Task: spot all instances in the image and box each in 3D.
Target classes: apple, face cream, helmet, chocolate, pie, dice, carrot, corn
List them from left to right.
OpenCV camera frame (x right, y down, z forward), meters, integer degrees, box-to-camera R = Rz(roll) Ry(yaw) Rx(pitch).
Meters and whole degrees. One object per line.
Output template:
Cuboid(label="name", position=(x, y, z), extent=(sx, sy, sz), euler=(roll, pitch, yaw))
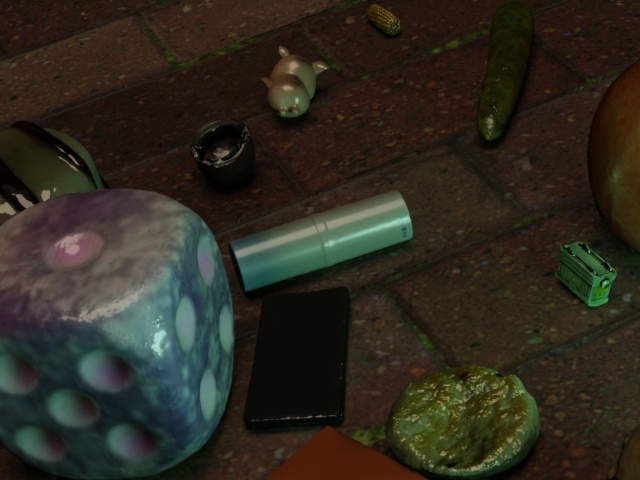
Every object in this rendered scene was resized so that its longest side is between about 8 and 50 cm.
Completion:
Cuboid(label="chocolate", position=(-0.440, -0.061, 2.091), extent=(0.284, 0.186, 0.283), euler=(-8, 37, 6))
Cuboid(label="dice", position=(-0.266, 0.113, 1.749), extent=(0.270, 0.271, 0.270), euler=(-3, 38, 13))
Cuboid(label="helmet", position=(-0.146, -0.131, 2.198), extent=(0.098, 0.070, 0.123), euler=(-22, 34, 1))
Cuboid(label="face cream", position=(0.000, 0.000, 1.985), extent=(0.250, 0.077, 0.077), euler=(-17, 37, -10))
Cuboid(label="corn", position=(0.110, -0.389, 2.496), extent=(0.037, 0.037, 0.092), euler=(-24, 36, -16))
Cuboid(label="pie", position=(0.169, 0.217, 1.689), extent=(0.187, 0.041, 0.187), euler=(-8, 37, 6))
Cuboid(label="carrot", position=(0.293, -0.271, 2.267), extent=(0.074, 0.074, 0.358), euler=(0, 40, 15))
Cuboid(label="apple", position=(0.502, -0.121, 1.846), extent=(0.319, 0.277, 0.319), euler=(-8, 39, 6))

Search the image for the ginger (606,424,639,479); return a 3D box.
Cuboid(label="ginger", position=(0.328, 0.305, 1.438), extent=(0.304, 0.155, 0.244), euler=(-26, 41, -20))

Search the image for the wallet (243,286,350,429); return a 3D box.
Cuboid(label="wallet", position=(-0.027, 0.151, 1.839), extent=(0.124, 0.025, 0.244), euler=(-5, 39, 8))

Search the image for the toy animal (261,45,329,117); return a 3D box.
Cuboid(label="toy animal", position=(-0.044, -0.251, 2.320), extent=(0.089, 0.083, 0.150), euler=(-39, 30, 40))

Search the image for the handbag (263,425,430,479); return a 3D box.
Cuboid(label="handbag", position=(0.036, 0.297, 1.610), extent=(0.190, 0.063, 0.127), euler=(22, 47, 41))

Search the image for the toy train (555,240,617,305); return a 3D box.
Cuboid(label="toy train", position=(0.346, 0.043, 1.856), extent=(0.038, 0.056, 0.093), euler=(-10, 34, -27))
